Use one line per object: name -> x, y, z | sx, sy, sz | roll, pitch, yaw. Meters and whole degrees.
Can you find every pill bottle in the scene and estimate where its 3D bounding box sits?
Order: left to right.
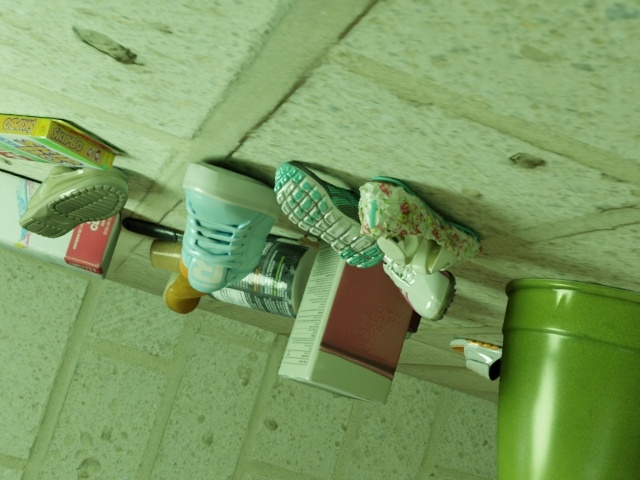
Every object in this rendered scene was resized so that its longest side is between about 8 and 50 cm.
pill bottle -> -0.118, 0.050, 1.623 | 0.246, 0.130, 0.130 | 11, 168, 27

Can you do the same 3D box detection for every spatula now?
spatula -> -0.264, 0.004, 1.835 | 0.296, 0.084, 0.030 | 18, -145, 25

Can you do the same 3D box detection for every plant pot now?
plant pot -> 0.406, 0.278, 1.384 | 0.367, 0.353, 0.366 | 17, 170, 3

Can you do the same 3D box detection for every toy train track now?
toy train track -> 0.000, 0.000, 1.505 | 0.083, 0.014, 0.048 | 1, 155, 39

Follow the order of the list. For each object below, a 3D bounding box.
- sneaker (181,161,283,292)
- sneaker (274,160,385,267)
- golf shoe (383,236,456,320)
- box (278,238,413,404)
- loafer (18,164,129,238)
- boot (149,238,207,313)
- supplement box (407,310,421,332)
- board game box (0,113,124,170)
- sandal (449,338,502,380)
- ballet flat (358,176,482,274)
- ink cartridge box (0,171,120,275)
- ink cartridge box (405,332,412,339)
sneaker -> -0.131, 0.000, 1.325 | 0.135, 0.150, 0.366 | 15, 169, 4
sneaker -> 0.014, -0.040, 1.139 | 0.166, 0.076, 0.065 | 43, 127, -18
golf shoe -> 0.116, 0.044, 1.231 | 0.086, 0.067, 0.186 | 20, -162, -19
box -> 0.047, 0.108, 1.383 | 0.127, 0.232, 0.148 | 20, 169, -16
loafer -> -0.396, -0.078, 1.516 | 0.268, 0.092, 0.102 | -17, 150, 43
boot -> -0.221, 0.092, 1.974 | 0.211, 0.104, 0.295 | 10, 153, 13
supplement box -> 0.083, 0.098, 1.690 | 0.188, 0.080, 0.104 | 13, 169, 23
board game box -> -0.408, -0.142, 1.346 | 0.259, 0.039, 0.124 | 6, 166, 34
sandal -> 0.407, 0.284, 2.171 | 0.265, 0.076, 0.102 | 9, 167, 37
ballet flat -> 0.114, -0.003, 1.135 | 0.091, 0.077, 0.241 | 7, 166, 40
ink cartridge box -> -0.552, -0.035, 1.852 | 0.306, 0.131, 0.226 | 20, 170, -8
ink cartridge box -> 0.075, 0.154, 1.810 | 0.189, 0.066, 0.232 | 14, -159, 16
